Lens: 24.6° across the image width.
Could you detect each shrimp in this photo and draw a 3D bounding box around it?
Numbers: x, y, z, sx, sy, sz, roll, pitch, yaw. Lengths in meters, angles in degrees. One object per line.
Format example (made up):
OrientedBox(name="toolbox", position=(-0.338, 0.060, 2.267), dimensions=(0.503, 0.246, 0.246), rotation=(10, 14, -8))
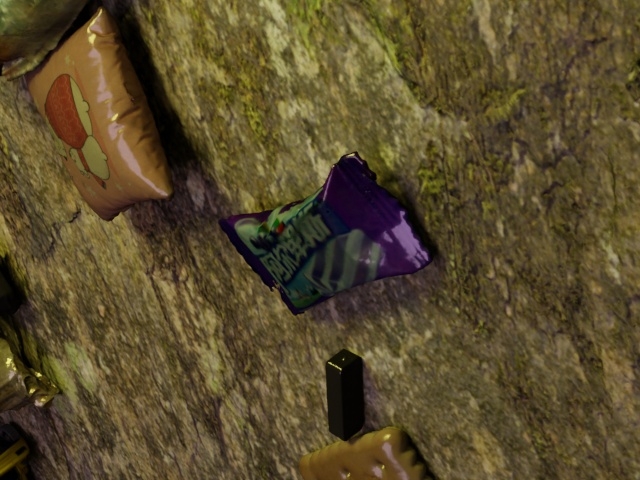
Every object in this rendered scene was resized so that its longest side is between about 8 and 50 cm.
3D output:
OrientedBox(name="shrimp", position=(-0.348, -0.314, 1.643), dimensions=(0.221, 0.110, 0.446), rotation=(42, 131, 2))

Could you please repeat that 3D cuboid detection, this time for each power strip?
OrientedBox(name="power strip", position=(0.027, 0.177, 1.687), dimensions=(0.029, 0.038, 0.111), rotation=(25, 133, 35))

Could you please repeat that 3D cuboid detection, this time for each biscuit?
OrientedBox(name="biscuit", position=(0.108, 0.374, 1.745), dimensions=(0.325, 0.044, 0.217), rotation=(58, 144, -3))

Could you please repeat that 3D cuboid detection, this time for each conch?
OrientedBox(name="conch", position=(-0.546, 0.194, 2.198), dimensions=(0.291, 0.159, 0.210), rotation=(37, 148, 8))

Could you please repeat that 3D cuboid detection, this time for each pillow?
OrientedBox(name="pillow", position=(-0.257, -0.138, 1.717), dimensions=(0.223, 0.084, 0.236), rotation=(-10, 106, 58))

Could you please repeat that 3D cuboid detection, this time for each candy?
OrientedBox(name="candy", position=(0.000, 0.000, 1.562), dimensions=(0.145, 0.070, 0.275), rotation=(53, 142, -11))

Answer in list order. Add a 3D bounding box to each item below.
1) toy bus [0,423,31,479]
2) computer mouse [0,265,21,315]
OrientedBox(name="toy bus", position=(-0.589, 0.400, 2.449), dimensions=(0.331, 0.145, 0.151), rotation=(-7, 113, 53))
OrientedBox(name="computer mouse", position=(-0.520, 0.026, 2.141), dimensions=(0.217, 0.073, 0.122), rotation=(44, 161, -3))
